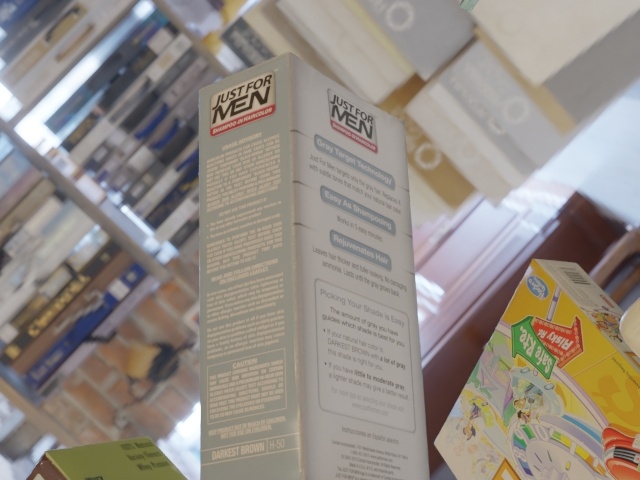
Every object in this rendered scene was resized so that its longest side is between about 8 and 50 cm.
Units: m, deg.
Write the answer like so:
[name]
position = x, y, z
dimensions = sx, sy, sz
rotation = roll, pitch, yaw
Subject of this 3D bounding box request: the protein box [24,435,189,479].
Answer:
[protein box]
position = -0.221, 0.342, 1.276
dimensions = 0.201, 0.136, 0.200
rotation = 42, -166, 22

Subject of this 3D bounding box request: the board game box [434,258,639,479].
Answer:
[board game box]
position = 0.109, 0.093, 0.443
dimensions = 0.026, 0.103, 0.154
rotation = 6, -150, -31

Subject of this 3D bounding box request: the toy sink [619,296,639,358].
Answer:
[toy sink]
position = 0.235, 0.015, 0.390
dimensions = 0.131, 0.153, 0.234
rotation = 51, -152, 22

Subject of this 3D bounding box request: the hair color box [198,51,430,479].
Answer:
[hair color box]
position = -0.007, 0.045, 1.024
dimensions = 0.113, 0.374, 0.185
rotation = -16, 155, 34

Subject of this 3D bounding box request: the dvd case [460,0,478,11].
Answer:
[dvd case]
position = 0.153, -0.258, 0.960
dimensions = 0.013, 0.119, 0.087
rotation = 26, 144, -7
